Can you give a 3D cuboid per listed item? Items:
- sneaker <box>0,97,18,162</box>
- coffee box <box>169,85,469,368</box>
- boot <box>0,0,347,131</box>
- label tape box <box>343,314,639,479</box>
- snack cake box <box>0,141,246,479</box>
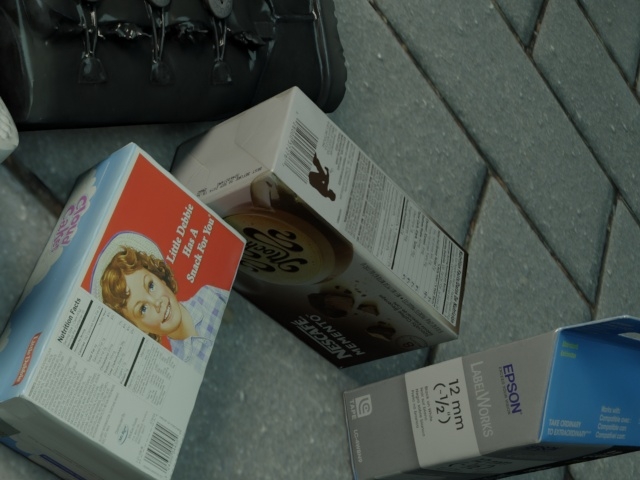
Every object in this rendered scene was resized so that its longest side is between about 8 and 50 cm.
[{"bbox_3d":[-0.339,-0.149,0.745,0.126,0.127,0.321,30,26,-57],"label":"sneaker"},{"bbox_3d":[0.000,0.000,1.050,0.297,0.168,0.118,41,45,-33],"label":"coffee box"},{"bbox_3d":[-0.179,-0.284,1.000,0.445,0.146,0.366,-12,81,-48],"label":"boot"},{"bbox_3d":[0.237,0.186,1.105,0.249,0.348,0.115,15,62,-47],"label":"label tape box"},{"bbox_3d":[-0.173,0.067,0.869,0.152,0.089,0.264,41,45,-29],"label":"snack cake box"}]
